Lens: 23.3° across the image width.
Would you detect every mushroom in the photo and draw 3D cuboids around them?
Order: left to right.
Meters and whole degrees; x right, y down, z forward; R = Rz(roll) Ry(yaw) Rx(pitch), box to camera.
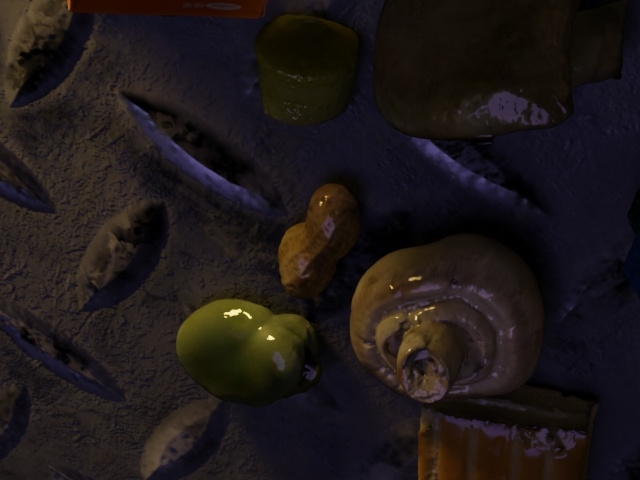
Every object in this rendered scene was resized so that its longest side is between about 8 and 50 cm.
[{"bbox_3d":[0.159,0.121,1.989,0.254,0.234,0.260,23,130,-1],"label":"mushroom"},{"bbox_3d":[0.187,-0.228,1.723,0.292,0.217,0.212,8,124,17],"label":"mushroom"}]

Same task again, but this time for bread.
[{"bbox_3d":[-0.020,-0.206,1.902,0.129,0.111,0.114,17,138,15],"label":"bread"},{"bbox_3d":[0.260,0.309,2.172,0.239,0.111,0.246,7,125,14],"label":"bread"}]

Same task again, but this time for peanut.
[{"bbox_3d":[-0.002,-0.001,2.064,0.089,0.089,0.193,31,126,-2],"label":"peanut"}]

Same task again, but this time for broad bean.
[{"bbox_3d":[-0.101,0.164,2.224,0.228,0.100,0.169,18,123,24],"label":"broad bean"}]

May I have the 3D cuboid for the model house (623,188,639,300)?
[{"bbox_3d":[0.493,0.023,1.722,0.295,0.329,0.252,25,127,5],"label":"model house"}]

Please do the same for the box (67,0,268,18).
[{"bbox_3d":[-0.150,-0.353,1.605,0.225,0.143,0.341,1,165,-9],"label":"box"}]
